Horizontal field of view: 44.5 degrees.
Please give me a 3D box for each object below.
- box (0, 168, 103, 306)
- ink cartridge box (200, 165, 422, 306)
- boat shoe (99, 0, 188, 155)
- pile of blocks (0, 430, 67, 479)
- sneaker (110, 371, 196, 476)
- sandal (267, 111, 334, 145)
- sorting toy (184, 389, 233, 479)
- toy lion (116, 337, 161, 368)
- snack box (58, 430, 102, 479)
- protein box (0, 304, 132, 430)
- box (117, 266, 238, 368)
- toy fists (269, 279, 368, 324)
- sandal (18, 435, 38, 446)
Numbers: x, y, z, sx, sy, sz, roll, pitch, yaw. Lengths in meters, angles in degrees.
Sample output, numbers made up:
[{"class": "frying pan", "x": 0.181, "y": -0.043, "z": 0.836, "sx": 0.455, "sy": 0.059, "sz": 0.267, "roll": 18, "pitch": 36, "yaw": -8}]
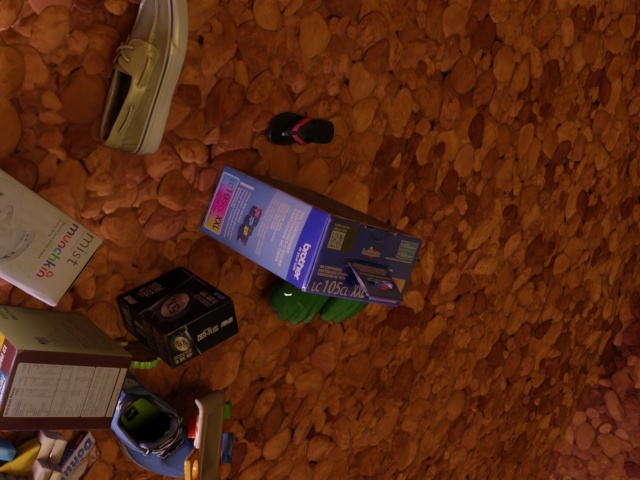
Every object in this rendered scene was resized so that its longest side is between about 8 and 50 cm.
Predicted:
[{"class": "box", "x": -0.481, "y": -0.043, "z": 1.117, "sx": 0.231, "sy": 0.262, "sz": 0.127, "roll": 42, "pitch": 78, "yaw": -43}, {"class": "ink cartridge box", "x": 0.000, "y": 0.000, "z": 1.482, "sx": 0.270, "sy": 0.395, "sz": 0.151, "roll": 13, "pitch": 98, "yaw": -44}, {"class": "boat shoe", "x": -0.294, "y": -0.287, "z": 1.298, "sx": 0.094, "sy": 0.109, "sz": 0.302, "roll": 0, "pitch": 110, "yaw": -41}, {"class": "pile of blocks", "x": -0.589, "y": 0.432, "z": 1.300, "sx": 0.362, "sy": 0.112, "sz": 0.149, "roll": -33, "pitch": 116, "yaw": -24}, {"class": "sneaker", "x": -0.328, "y": 0.378, "z": 1.517, "sx": 0.130, "sy": 0.147, "sz": 0.330, "roll": -47, "pitch": 134, "yaw": -17}, {"class": "sandal", "x": -0.031, "y": -0.226, "z": 1.609, "sx": 0.179, "sy": 0.040, "sz": 0.067, "roll": -5, "pitch": 111, "yaw": -41}, {"class": "sorting toy", "x": -0.233, "y": 0.404, "z": 1.554, "sx": 0.347, "sy": 0.047, "sz": 0.196, "roll": 36, "pitch": 55, "yaw": -82}, {"class": "toy lion", "x": -0.336, "y": 0.215, "z": 1.475, "sx": 0.100, "sy": 0.096, "sz": 0.034, "roll": 0, "pitch": 108, "yaw": -43}, {"class": "snack box", "x": -0.472, "y": 0.441, "z": 1.446, "sx": 0.178, "sy": 0.022, "sz": 0.064, "roll": -60, "pitch": 143, "yaw": -45}, {"class": "protein box", "x": -0.459, "y": 0.207, "z": 1.285, "sx": 0.201, "sy": 0.199, "sz": 0.136, "roll": 13, "pitch": 98, "yaw": -45}, {"class": "box", "x": -0.265, "y": 0.137, "z": 1.449, "sx": 0.147, "sy": 0.180, "sz": 0.078, "roll": -27, "pitch": 125, "yaw": -31}, {"class": "toy fists", "x": 0.008, "y": 0.117, "z": 1.733, "sx": 0.279, "sy": 0.096, "sz": 0.142, "roll": 1, "pitch": 133, "yaw": -44}, {"class": "sandal", "x": -0.524, "y": 0.486, "z": 1.446, "sx": 0.097, "sy": 0.054, "sz": 0.255, "roll": -15, "pitch": 117, "yaw": -38}]
